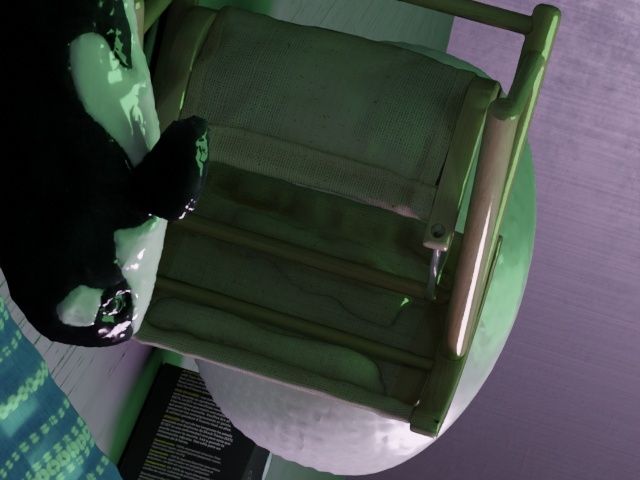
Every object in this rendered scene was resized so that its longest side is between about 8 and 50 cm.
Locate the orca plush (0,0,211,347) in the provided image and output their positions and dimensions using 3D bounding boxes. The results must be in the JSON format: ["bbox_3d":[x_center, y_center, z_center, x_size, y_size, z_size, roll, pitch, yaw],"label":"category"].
[{"bbox_3d":[-0.129,-0.071,0.829,0.102,0.151,0.287,-20,137,-40],"label":"orca plush"}]

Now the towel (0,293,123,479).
[{"bbox_3d":[-0.135,0.148,0.729,0.336,0.040,0.243,58,29,-18],"label":"towel"}]

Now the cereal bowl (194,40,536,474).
[{"bbox_3d":[0.000,0.000,1.387,0.339,0.141,0.339,-30,-129,45],"label":"cereal bowl"}]

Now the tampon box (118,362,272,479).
[{"bbox_3d":[-0.110,0.208,1.521,0.120,0.101,0.161,94,15,-57],"label":"tampon box"}]

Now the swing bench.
[{"bbox_3d":[-0.006,-0.042,1.172,0.165,0.253,0.254,-60,165,-56],"label":"swing bench"}]
